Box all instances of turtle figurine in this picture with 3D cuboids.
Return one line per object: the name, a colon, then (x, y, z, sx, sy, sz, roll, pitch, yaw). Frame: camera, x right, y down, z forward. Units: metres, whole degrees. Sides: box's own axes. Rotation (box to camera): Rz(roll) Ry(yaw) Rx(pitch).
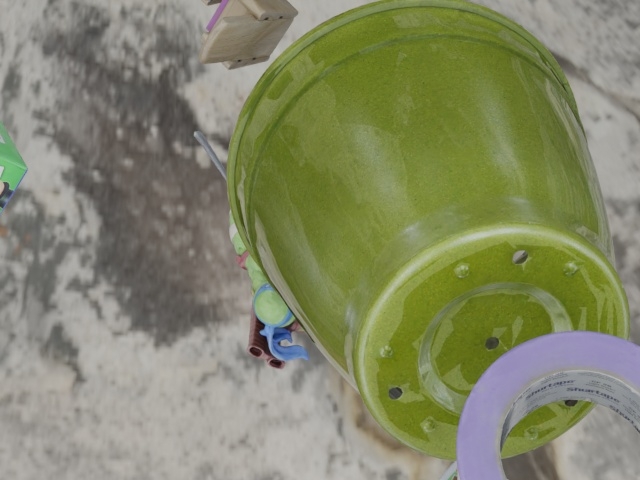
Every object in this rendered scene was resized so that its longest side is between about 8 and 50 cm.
turtle figurine: (0.000, 0.000, 1.828, 0.198, 0.266, 0.275, -10, 88, 13)

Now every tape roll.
tape roll: (0.198, 0.170, 1.215, 0.189, 0.189, 0.080, -12, 156, 1)

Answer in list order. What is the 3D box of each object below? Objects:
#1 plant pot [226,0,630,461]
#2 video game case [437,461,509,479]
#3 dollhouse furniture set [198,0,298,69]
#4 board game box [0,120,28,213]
plant pot: (0.116, 0.011, 1.458, 0.366, 0.353, 0.366, -5, 120, -8)
video game case: (0.235, 0.389, 2.104, 0.212, 0.023, 0.193, 38, 140, 6)
dollhouse furniture set: (-0.137, -0.371, 1.567, 0.303, 0.198, 0.286, 46, 121, 17)
board game box: (-0.335, -0.048, 1.222, 0.046, 0.317, 0.213, 25, 106, -36)
